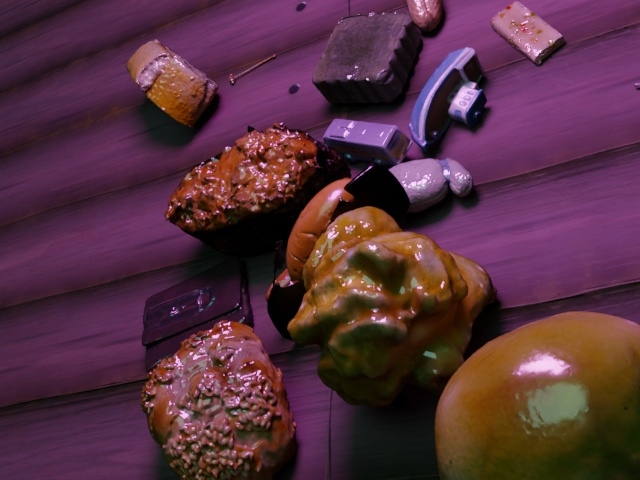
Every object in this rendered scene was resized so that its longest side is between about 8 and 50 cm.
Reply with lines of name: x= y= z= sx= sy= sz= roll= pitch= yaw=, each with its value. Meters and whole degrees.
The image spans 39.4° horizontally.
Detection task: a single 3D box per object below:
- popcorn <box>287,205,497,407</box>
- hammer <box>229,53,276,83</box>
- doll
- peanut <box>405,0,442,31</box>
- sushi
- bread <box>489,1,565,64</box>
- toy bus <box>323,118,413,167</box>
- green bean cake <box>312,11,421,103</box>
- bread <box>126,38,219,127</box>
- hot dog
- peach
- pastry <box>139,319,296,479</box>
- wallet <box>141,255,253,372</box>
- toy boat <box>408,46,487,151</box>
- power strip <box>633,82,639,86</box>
popcorn: x=0.084 y=0.089 z=1.362 sx=0.321 sy=0.290 sz=0.326 roll=-15 pitch=73 yaw=23
hammer: x=-0.154 y=-0.390 z=2.018 sx=0.123 sy=0.014 sz=0.029 roll=-25 pitch=59 yaw=14
doll: x=0.166 y=-0.097 z=1.567 sx=0.214 sy=0.071 sz=0.104 roll=-12 pitch=55 yaw=27
peanut: x=0.203 y=-0.491 z=1.805 sx=0.080 sy=0.080 sz=0.175 roll=-23 pitch=55 yaw=19
sushi: x=-0.118 y=-0.107 z=1.678 sx=0.348 sy=0.207 sz=0.235 roll=-17 pitch=60 yaw=27
bread: x=0.380 y=-0.385 z=1.646 sx=0.068 sy=0.028 sz=0.154 roll=-38 pitch=49 yaw=5
toy bus: x=0.084 y=-0.183 z=1.668 sx=0.190 sy=0.075 sz=0.064 roll=17 pitch=71 yaw=48
green bean cake: x=0.095 y=-0.362 z=1.776 sx=0.183 sy=0.094 sz=0.185 roll=3 pitch=63 yaw=36
bread: x=-0.342 y=-0.366 z=2.012 sx=0.124 sy=0.186 sz=0.257 roll=-49 pitch=39 yaw=2
hot dog: x=0.005 y=0.002 z=1.536 sx=0.326 sy=0.194 sz=0.107 roll=-43 pitch=34 yaw=4
peach: x=0.300 y=0.243 z=1.112 sx=0.315 sy=0.281 sz=0.314 roll=2 pitch=68 yaw=44
pastry: x=-0.178 y=0.275 z=1.493 sx=0.255 sy=0.162 sz=0.311 roll=-46 pitch=45 yaw=2
wallet: x=-0.237 y=0.138 z=1.699 sx=0.229 sy=0.049 sz=0.182 roll=-25 pitch=47 yaw=16
toy boat: x=0.240 y=-0.250 z=1.609 sx=0.102 sy=0.088 sz=0.215 roll=28 pitch=77 yaw=38
power strip: x=0.572 y=-0.253 z=1.435 sx=0.136 sy=0.019 sz=0.051 roll=6 pitch=67 yaw=36
